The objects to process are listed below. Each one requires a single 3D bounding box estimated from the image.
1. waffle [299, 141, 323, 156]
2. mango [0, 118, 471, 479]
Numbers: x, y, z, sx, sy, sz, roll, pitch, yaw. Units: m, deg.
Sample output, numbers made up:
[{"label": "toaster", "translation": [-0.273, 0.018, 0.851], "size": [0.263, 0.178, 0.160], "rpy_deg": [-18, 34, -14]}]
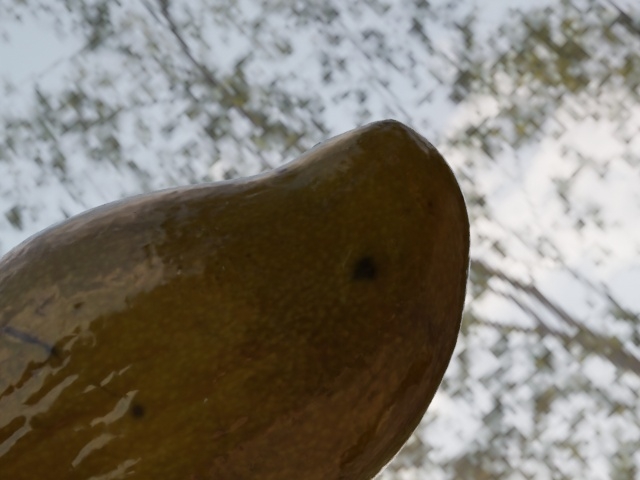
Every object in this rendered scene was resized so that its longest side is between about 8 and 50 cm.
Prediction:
[{"label": "waffle", "translation": [0.000, 0.000, 1.520], "size": [0.097, 0.153, 0.023], "rpy_deg": [-29, -2, 3]}, {"label": "mango", "translation": [-0.057, 0.051, 0.668], "size": [0.262, 0.157, 0.109], "rpy_deg": [-34, -19, 17]}]
